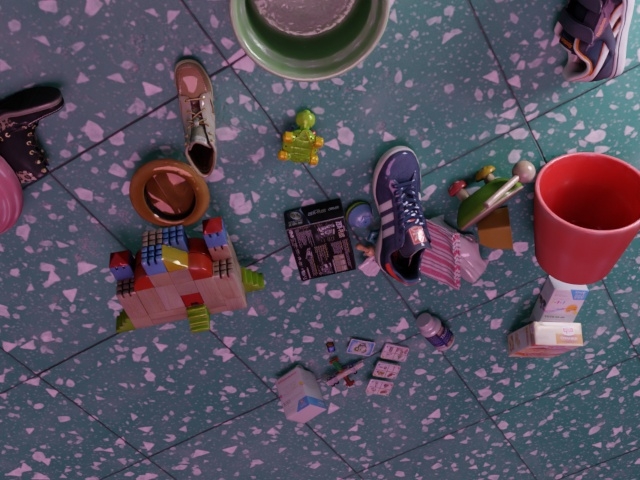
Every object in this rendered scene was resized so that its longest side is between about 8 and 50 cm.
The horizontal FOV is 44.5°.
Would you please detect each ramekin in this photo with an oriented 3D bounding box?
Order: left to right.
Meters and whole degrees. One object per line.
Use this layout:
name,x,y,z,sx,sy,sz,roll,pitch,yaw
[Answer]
ramekin,-0.026,-0.477,1.521,0.304,0.148,0.303,-3,129,-4

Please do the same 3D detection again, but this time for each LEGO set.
LEGO set,0.116,0.360,2.311,0.244,0.060,0.182,12,115,-18

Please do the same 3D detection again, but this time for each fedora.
fedora,-0.348,-0.120,1.819,0.195,0.079,0.194,-3,128,-4

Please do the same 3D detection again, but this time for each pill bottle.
pill bottle,0.324,0.257,2.222,0.067,0.067,0.120,-33,126,19

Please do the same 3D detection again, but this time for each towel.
towel,0.291,0.033,2.000,0.029,0.144,0.197,-40,138,-31

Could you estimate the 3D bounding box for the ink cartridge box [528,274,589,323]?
ink cartridge box,0.670,0.186,2.211,0.105,0.061,0.181,4,129,-10

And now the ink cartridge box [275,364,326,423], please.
ink cartridge box,-0.060,0.445,2.290,0.092,0.143,0.090,-35,142,20

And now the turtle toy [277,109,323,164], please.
turtle toy,-0.043,-0.232,1.774,0.095,0.066,0.130,8,127,-13

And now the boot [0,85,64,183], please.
boot,-0.625,-0.226,1.695,0.237,0.085,0.178,-15,132,13

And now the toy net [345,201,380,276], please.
toy net,0.136,-0.008,2.002,0.122,0.045,0.232,-22,134,-15

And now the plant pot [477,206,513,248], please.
plant pot,0.444,-0.027,1.999,0.083,0.081,0.081,-8,131,13

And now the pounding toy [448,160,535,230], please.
pounding toy,0.391,-0.126,1.881,0.183,0.110,0.237,-32,171,-18

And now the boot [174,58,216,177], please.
boot,-0.262,-0.259,1.659,0.077,0.165,0.213,-8,131,-2

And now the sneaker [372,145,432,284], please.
sneaker,0.209,-0.050,1.871,0.131,0.148,0.349,-16,123,-17

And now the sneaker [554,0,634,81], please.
sneaker,0.564,-0.464,1.622,0.128,0.126,0.321,-16,131,-1

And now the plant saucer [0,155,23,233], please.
plant saucer,-0.831,-0.108,1.721,0.332,0.084,0.332,3,137,3

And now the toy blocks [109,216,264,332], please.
toy blocks,-0.348,0.076,1.883,0.382,0.190,0.260,-12,139,2

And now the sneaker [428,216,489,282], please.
sneaker,0.359,0.006,2.027,0.094,0.080,0.212,-45,111,-14

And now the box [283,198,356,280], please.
box,0.000,0.000,1.962,0.148,0.077,0.180,-13,130,4

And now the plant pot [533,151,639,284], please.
plant pot,0.643,-0.038,1.912,0.275,0.274,0.243,-6,138,-2

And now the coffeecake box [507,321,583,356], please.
coffeecake box,0.636,0.284,2.229,0.143,0.068,0.185,3,161,-9
